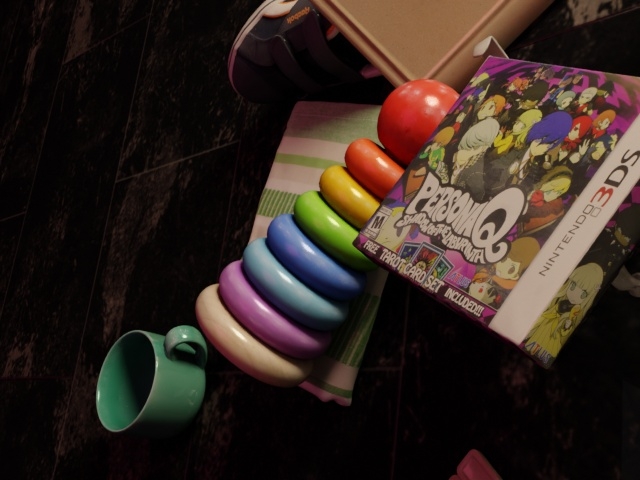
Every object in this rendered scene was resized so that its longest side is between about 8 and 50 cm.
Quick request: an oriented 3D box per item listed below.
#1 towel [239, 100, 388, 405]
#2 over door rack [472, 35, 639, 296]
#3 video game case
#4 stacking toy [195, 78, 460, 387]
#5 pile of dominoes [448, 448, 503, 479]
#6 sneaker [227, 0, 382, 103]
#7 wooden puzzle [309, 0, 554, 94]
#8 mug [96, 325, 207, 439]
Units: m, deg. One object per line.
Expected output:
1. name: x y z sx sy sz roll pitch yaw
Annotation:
1. towel: 0.000 0.000 0.931 0.248 0.038 0.324 16 87 49
2. over door rack: 0.250 -0.088 0.677 0.239 0.108 0.324 -25 42 38
3. video game case: 0.148 -0.039 0.621 0.210 0.042 0.232 -53 31 -2
4. stacking toy: 0.021 -0.019 0.801 0.330 0.141 0.141 -53 43 11
5. pile of dominoes: 0.146 0.326 0.657 0.196 0.040 0.251 -57 34 13
6. sneaker: 0.009 -0.246 0.973 0.321 0.126 0.127 -33 45 31
7. wooden puzzle: 0.109 -0.283 0.835 0.221 0.239 0.044 -44 7 24
8. mug: -0.198 0.183 1.021 0.158 0.097 0.129 -15 62 41
